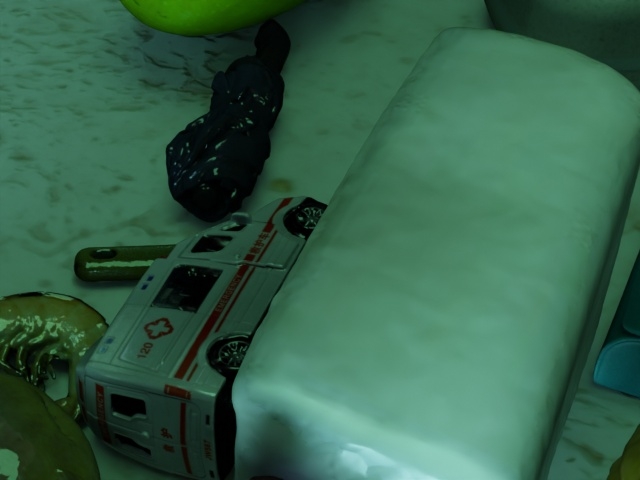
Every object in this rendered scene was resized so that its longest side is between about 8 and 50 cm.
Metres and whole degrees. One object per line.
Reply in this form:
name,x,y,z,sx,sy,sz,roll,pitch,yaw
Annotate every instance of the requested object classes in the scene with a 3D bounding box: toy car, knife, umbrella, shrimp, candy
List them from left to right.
shrimp,-0.212,0.087,0.862,0.178,0.034,0.124,-10,47,-22
toy car,-0.062,0.049,0.868,0.108,0.089,0.210,12,43,17
umbrella,-0.056,-0.105,1.077,0.070,0.071,0.248,11,38,11
knife,0.000,-0.001,0.980,0.343,0.027,0.061,-2,35,-5
candy,0.072,0.058,0.767,0.145,0.208,0.359,15,40,14

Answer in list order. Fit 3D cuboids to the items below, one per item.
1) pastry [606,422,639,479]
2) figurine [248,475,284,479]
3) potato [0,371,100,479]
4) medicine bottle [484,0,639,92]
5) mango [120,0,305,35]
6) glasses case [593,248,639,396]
pastry,0.260,0.191,0.475,0.245,0.410,0.409,-14,39,-42
figurine,-0.078,0.260,0.520,0.320,0.196,0.323,14,50,25
potato,-0.205,0.145,0.736,0.164,0.081,0.200,20,46,15
medicine bottle,0.334,-0.213,1.173,0.375,0.123,0.282,-1,34,-6
mango,-0.056,-0.269,1.199,0.192,0.156,0.343,-24,2,36
glasses case,0.283,-0.001,0.962,0.117,0.070,0.301,15,42,16
